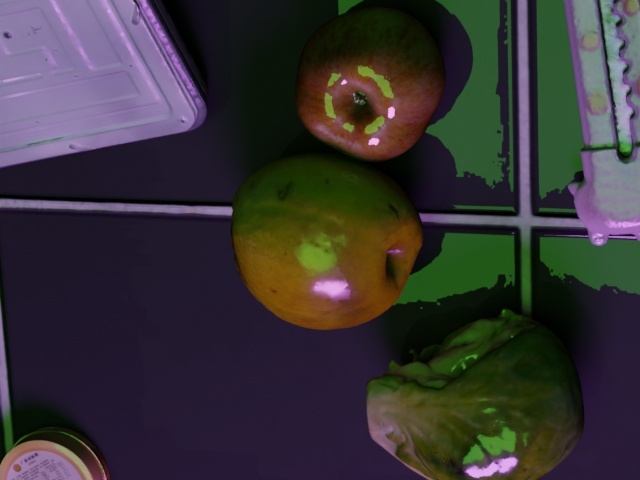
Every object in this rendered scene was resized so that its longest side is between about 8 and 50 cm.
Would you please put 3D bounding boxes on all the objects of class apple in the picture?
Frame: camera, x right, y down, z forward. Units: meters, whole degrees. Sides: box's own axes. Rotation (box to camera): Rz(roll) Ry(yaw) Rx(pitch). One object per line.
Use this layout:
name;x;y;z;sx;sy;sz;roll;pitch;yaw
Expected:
apple;0.039;-0.130;1.602;0.126;0.102;0.126;4;106;15

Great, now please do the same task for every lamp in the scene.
lamp;-0.257;-0.174;1.642;0.266;0.047;0.269;-10;135;18

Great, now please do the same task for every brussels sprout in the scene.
brussels sprout;0.134;0.147;1.640;0.183;0.131;0.145;-25;92;17

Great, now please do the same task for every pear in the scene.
pear;0.000;0.000;1.630;0.162;0.149;0.149;12;109;22

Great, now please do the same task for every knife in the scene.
knife;0.230;-0.189;1.561;0.132;0.038;0.399;-4;105;21

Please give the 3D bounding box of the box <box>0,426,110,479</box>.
box;-0.251;0.228;1.832;0.105;0.037;0.106;5;107;15
